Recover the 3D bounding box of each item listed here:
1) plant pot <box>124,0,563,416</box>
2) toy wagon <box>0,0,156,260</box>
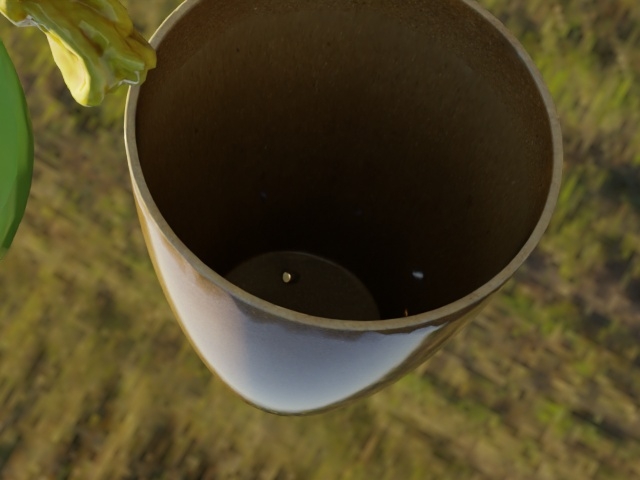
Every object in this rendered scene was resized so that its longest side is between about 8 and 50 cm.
[{"bbox_3d":[0.000,0.000,1.154,0.237,0.237,0.254,28,152,8],"label":"plant pot"},{"bbox_3d":[-0.171,0.051,0.361,0.267,0.344,0.068,43,171,4],"label":"toy wagon"}]
